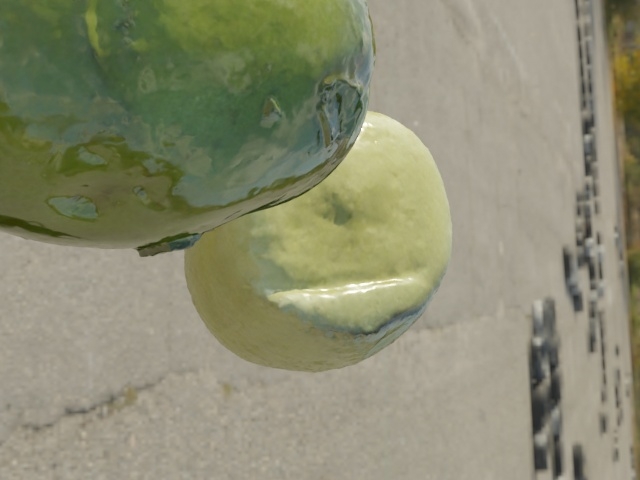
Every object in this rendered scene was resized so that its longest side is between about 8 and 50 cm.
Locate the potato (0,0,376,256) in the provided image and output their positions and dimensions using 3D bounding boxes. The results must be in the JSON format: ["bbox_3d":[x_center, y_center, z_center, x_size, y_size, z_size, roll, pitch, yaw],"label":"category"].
[{"bbox_3d":[-0.096,-0.085,0.400,0.149,0.253,0.186,-61,-141,33],"label":"potato"}]

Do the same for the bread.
[{"bbox_3d":[-0.008,0.002,1.261,0.320,0.237,0.321,11,73,-39],"label":"bread"}]
